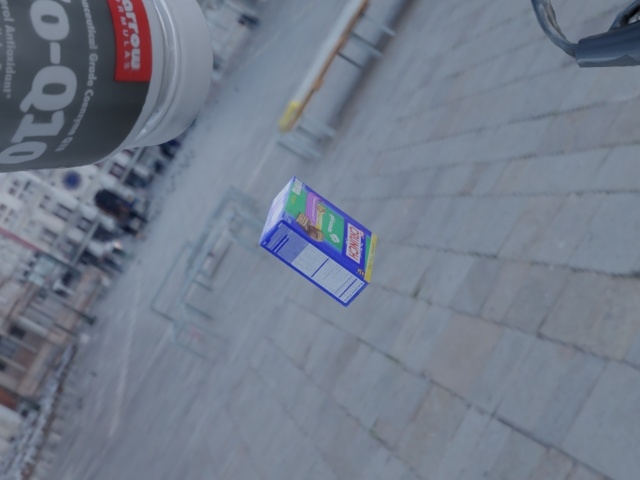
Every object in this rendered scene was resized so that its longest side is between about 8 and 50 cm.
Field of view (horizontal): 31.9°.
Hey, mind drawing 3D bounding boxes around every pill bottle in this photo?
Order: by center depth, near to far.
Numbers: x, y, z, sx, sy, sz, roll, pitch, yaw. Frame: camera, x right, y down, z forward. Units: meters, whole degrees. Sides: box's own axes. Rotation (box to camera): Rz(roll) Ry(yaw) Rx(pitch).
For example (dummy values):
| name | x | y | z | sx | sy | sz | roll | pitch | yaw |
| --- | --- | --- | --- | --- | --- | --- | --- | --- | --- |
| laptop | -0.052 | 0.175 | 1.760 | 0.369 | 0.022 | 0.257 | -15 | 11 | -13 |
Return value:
| name | x | y | z | sx | sy | sz | roll | pitch | yaw |
| --- | --- | --- | --- | --- | --- | --- | --- | --- | --- |
| pill bottle | -0.208 | -0.125 | 0.745 | 0.283 | 0.161 | 0.161 | -12 | -38 | -57 |

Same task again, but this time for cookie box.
| name | x | y | z | sx | sy | sz | roll | pitch | yaw |
| --- | --- | --- | --- | --- | --- | --- | --- | --- | --- |
| cookie box | 0.000 | 0.000 | 1.089 | 0.040 | 0.107 | 0.092 | -47 | 15 | 28 |

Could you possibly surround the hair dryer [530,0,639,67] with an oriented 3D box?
| name | x | y | z | sx | sy | sz | roll | pitch | yaw |
| --- | --- | --- | --- | --- | --- | --- | --- | --- | --- |
| hair dryer | 0.216 | -0.086 | 0.346 | 0.223 | 0.080 | 0.293 | -50 | 46 | 20 |
